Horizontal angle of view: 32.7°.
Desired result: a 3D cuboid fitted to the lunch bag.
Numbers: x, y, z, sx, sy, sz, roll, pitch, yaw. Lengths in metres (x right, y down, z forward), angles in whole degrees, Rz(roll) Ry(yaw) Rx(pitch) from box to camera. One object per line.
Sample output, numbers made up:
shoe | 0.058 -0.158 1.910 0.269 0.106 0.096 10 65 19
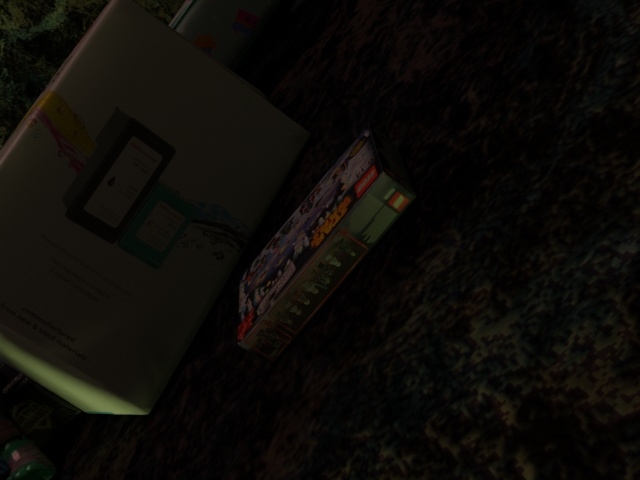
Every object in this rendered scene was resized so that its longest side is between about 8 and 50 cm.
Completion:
lunch bag | -0.151 -0.285 1.512 0.279 0.108 0.224 -57 11 -11

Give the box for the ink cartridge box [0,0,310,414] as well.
ink cartridge box | -0.180 -0.020 0.908 0.270 0.197 0.198 -61 17 -20

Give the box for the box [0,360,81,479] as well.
box | -0.306 0.123 1.216 0.295 0.073 0.293 -42 20 40

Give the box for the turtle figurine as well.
turtle figurine | -0.341 0.150 1.001 0.118 0.234 0.175 -21 -27 -44

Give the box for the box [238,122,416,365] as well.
box | 0.000 0.000 0.665 0.137 0.027 0.094 -50 18 16
